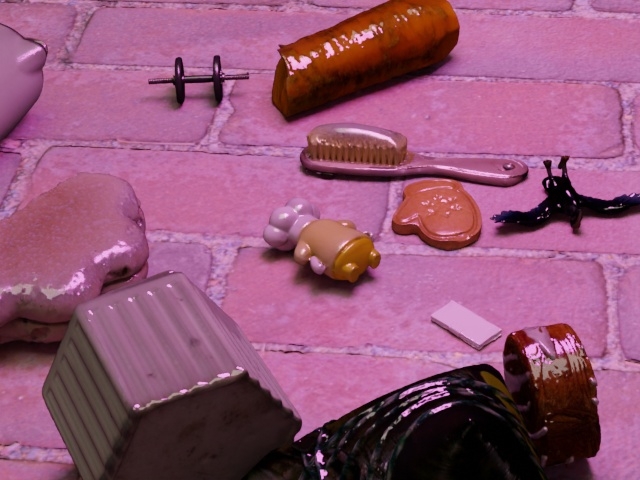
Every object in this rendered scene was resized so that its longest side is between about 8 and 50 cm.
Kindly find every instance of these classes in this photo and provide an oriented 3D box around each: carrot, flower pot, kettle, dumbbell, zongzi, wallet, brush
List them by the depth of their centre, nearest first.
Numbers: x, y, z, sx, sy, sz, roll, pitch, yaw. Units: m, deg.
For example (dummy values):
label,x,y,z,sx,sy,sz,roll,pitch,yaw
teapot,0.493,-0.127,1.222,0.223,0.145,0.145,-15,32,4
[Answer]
label,x,y,z,sx,sy,sz,roll,pitch,yaw
zongzi,0.111,0.222,1.562,0.319,0.362,0.383,-30,43,-14
flower pot,-0.160,0.179,1.748,0.209,0.239,0.189,-40,45,2
wallet,0.176,0.101,1.987,0.044,0.011,0.083,-31,46,-31
brush,0.126,-0.119,2.235,0.313,0.067,0.072,6,38,8
kettle,-0.527,-0.188,2.303,0.240,0.165,0.255,-14,27,35
dumbbell,-0.177,-0.235,2.396,0.147,0.069,0.069,-3,38,1
carrot,0.061,-0.276,2.405,0.302,0.114,0.114,-22,42,-20

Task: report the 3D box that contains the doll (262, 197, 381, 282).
label,x,y,z,sx,sy,sz,roll,pitch,yaw
doll,0.000,0.000,2.088,0.106,0.062,0.162,-29,45,-36

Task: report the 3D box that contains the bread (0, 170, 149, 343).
label,x,y,z,sx,sy,sz,roll,pitch,yaw
bread,-0.322,0.036,2.037,0.183,0.102,0.337,25,43,26

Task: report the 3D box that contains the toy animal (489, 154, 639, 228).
label,x,y,z,sx,sy,sz,roll,pitch,yaw
toy animal,0.320,-0.056,2.154,0.220,0.062,0.108,-11,56,-11

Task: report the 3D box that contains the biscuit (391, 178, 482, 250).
label,x,y,z,sx,sy,sz,roll,pitch,yaw
biscuit,0.149,-0.036,2.155,0.118,0.023,0.140,-15,40,-16

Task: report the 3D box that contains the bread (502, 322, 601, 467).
label,x,y,z,sx,sy,sz,roll,pitch,yaw
bread,0.248,0.169,1.782,0.073,0.160,0.160,-14,39,-7
